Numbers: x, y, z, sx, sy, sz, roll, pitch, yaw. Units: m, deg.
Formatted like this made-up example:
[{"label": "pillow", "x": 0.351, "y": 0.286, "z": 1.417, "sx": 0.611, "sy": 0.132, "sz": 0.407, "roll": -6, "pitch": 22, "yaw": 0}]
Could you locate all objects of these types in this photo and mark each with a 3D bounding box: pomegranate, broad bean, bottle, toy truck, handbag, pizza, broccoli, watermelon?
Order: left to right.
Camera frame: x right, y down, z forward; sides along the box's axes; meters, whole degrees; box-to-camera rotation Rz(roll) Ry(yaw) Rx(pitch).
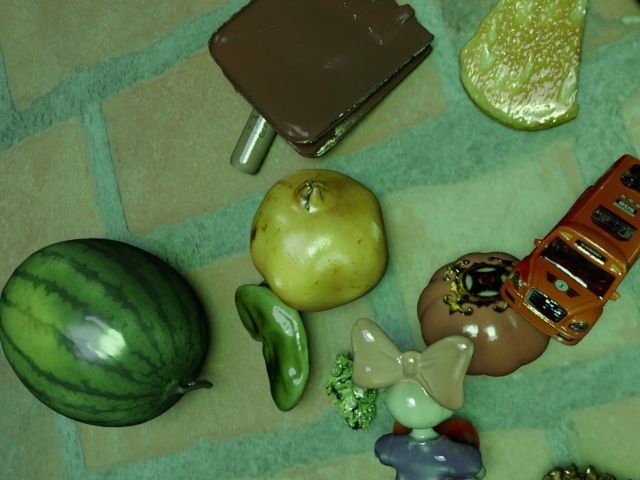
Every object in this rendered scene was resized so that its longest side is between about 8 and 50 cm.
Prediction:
[{"label": "watermelon", "x": -0.332, "y": 0.146, "z": 0.939, "sx": 0.359, "sy": 0.279, "sz": 0.279, "roll": 30, "pitch": 97, "yaw": 23}, {"label": "bottle", "x": -0.102, "y": -0.181, "z": 0.989, "sx": 0.053, "sy": 0.053, "sz": 0.140, "roll": 29, "pitch": 96, "yaw": 21}, {"label": "broad bean", "x": -0.065, "y": 0.154, "z": 0.916, "sx": 0.072, "sy": 0.153, "sz": 0.207, "roll": -16, "pitch": 71, "yaw": -25}, {"label": "handbag", "x": -0.002, "y": -0.296, "z": 0.913, "sx": 0.275, "sy": 0.084, "sz": 0.260, "roll": -43, "pitch": 74, "yaw": -1}, {"label": "pomegranate", "x": 0.002, "y": 0.003, "z": 0.854, "sx": 0.208, "sy": 0.209, "sz": 0.209, "roll": -2, "pitch": 85, "yaw": 22}, {"label": "broccoli", "x": 0.048, "y": 0.225, "z": 0.880, "sx": 0.095, "sy": 0.092, "sz": 0.097, "roll": 29, "pitch": 81, "yaw": 1}, {"label": "pizza", "x": 0.295, "y": -0.289, "z": 0.845, "sx": 0.181, "sy": 0.034, "sz": 0.262, "roll": 14, "pitch": 92, "yaw": 22}, {"label": "toy truck", "x": 0.327, "y": 0.004, "z": 0.707, "sx": 0.107, "sy": 0.114, "sz": 0.252, "roll": 40, "pitch": 56, "yaw": 19}]

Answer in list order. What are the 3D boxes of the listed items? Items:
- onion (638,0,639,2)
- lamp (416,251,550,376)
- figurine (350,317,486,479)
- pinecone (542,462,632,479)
[{"label": "onion", "x": 0.444, "y": -0.353, "z": 0.691, "sx": 0.139, "sy": 0.218, "sz": 0.195, "roll": -34, "pitch": 73, "yaw": 18}, {"label": "lamp", "x": 0.220, "y": 0.101, "z": 0.788, "sx": 0.181, "sy": 0.140, "sz": 0.182, "roll": -12, "pitch": 39, "yaw": 10}, {"label": "figurine", "x": 0.120, "y": 0.292, "z": 0.744, "sx": 0.154, "sy": 0.193, "sz": 0.422, "roll": 5, "pitch": 102, "yaw": 25}, {"label": "pinecone", "x": 0.341, "y": 0.353, "z": 0.719, "sx": 0.173, "sy": 0.173, "sz": 0.174, "roll": -2, "pitch": 85, "yaw": 22}]
